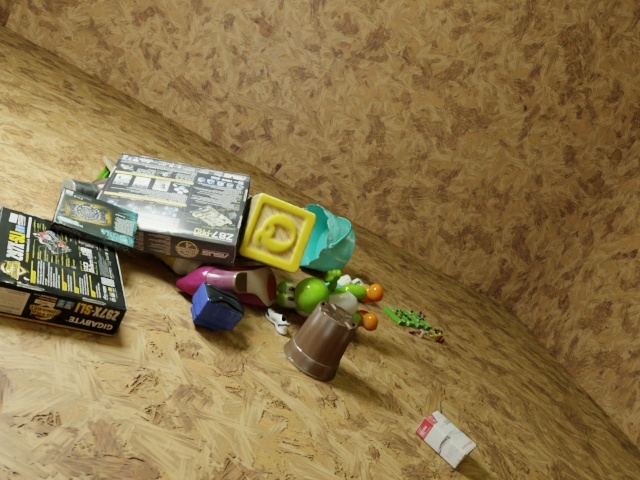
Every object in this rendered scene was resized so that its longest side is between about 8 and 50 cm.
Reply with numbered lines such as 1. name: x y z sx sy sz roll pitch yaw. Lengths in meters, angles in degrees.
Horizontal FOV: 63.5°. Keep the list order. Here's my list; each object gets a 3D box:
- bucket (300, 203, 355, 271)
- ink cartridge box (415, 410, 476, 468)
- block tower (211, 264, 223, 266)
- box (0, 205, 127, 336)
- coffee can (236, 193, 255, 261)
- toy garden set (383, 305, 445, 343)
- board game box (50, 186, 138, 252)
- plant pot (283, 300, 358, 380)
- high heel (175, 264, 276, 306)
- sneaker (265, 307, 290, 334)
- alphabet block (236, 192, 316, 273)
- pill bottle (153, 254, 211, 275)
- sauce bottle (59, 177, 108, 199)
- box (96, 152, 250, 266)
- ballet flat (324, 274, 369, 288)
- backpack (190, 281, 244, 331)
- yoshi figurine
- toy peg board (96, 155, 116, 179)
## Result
1. bucket: 0.000 0.000 2.171 0.183 0.281 0.281 23 15 -41
2. ink cartridge box: 0.337 0.534 1.395 0.135 0.056 0.099 38 16 30
3. block tower: -0.385 0.002 1.687 0.097 0.091 0.335 21 17 -37
4. box: -0.570 0.060 1.116 0.257 0.079 0.322 19 18 -35
5. coffee can: -0.253 -0.053 1.814 0.201 0.202 0.275 26 2 -19
6. toy garden set: 0.415 0.353 2.225 0.244 0.049 0.204 17 19 -44
7. board game box: -0.542 -0.049 1.256 0.186 0.026 0.126 22 37 -29
8. plant pot: 0.011 0.267 1.423 0.167 0.165 0.167 30 13 -7
9. high heel: -0.256 0.128 1.525 0.181 0.127 0.377 -1 -13 15
10. sneaker: -0.124 0.230 1.529 0.040 0.044 0.109 13 20 -46
11. alphabet block: -0.151 -0.020 1.585 0.192 0.194 0.197 20 -5 -19
12. pill bottle: -0.406 0.036 1.491 0.184 0.103 0.103 35 14 19
13. sauce bottle: -0.635 -0.138 1.609 0.111 0.111 0.344 37 14 25
14. box: -0.415 -0.097 1.479 0.394 0.097 0.318 9 41 -8
15. ballet flat: 0.112 0.183 2.104 0.247 0.087 0.083 18 19 -41
16. backpack: -0.260 0.175 1.309 0.120 0.101 0.098 27 21 -33
17. yoshi figurine: 0.041 0.198 1.660 0.362 0.203 0.204 12 40 -27
18. toy peg board: -0.693 -0.194 1.807 0.161 0.079 0.160 44 3 41
